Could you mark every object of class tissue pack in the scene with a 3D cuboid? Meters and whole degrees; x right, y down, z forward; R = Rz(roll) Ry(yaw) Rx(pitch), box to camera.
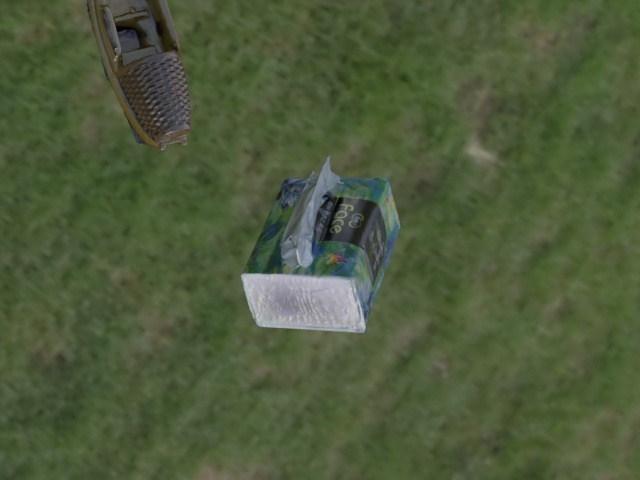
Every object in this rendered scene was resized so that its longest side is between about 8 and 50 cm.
[{"bbox_3d":[0.000,0.000,1.269,0.111,0.085,0.079,-67,152,-46],"label":"tissue pack"}]

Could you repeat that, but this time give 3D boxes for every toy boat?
[{"bbox_3d":[-0.108,-0.125,1.064,0.047,0.049,0.149,-15,87,-24],"label":"toy boat"}]
